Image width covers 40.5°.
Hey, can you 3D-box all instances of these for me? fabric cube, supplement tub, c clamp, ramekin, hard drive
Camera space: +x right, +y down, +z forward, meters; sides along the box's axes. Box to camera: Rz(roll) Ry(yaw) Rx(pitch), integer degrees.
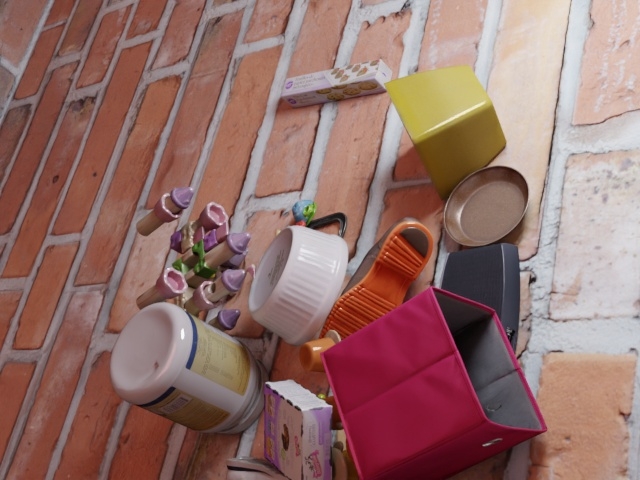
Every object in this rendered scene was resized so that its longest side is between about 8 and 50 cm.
[{"bbox_3d":[0.200,0.271,1.549,0.258,0.254,0.259,-34,59,24],"label":"fabric cube"},{"bbox_3d":[-0.285,0.296,1.936,0.228,0.316,0.228,-21,52,29],"label":"supplement tub"},{"bbox_3d":[0.000,0.000,2.105,0.160,0.022,0.137,-23,46,30],"label":"c clamp"},{"bbox_3d":[-0.060,0.090,1.942,0.273,0.127,0.273,-54,20,30],"label":"ramekin"},{"bbox_3d":[0.310,0.127,1.733,0.171,0.054,0.255,-11,57,35],"label":"hard drive"}]

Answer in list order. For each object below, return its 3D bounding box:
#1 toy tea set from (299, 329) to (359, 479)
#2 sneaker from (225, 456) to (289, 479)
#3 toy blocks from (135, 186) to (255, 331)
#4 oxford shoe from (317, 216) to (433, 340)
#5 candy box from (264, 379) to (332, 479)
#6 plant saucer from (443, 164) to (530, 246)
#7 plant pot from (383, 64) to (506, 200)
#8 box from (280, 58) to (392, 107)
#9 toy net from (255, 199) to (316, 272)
[{"bbox_3d":[0.071,0.331,1.758,0.200,0.124,0.336,-42,56,50],"label":"toy tea set"},{"bbox_3d":[-0.104,0.517,1.827,0.235,0.090,0.095,-1,82,40],"label":"sneaker"},{"bbox_3d":[-0.243,0.037,2.054,0.260,0.309,0.289,-34,48,29],"label":"toy blocks"},{"bbox_3d":[0.118,0.109,1.889,0.364,0.130,0.133,-53,10,10],"label":"oxford shoe"},{"bbox_3d":[-0.048,0.390,1.765,0.196,0.070,0.165,-164,73,-63],"label":"candy box"},{"bbox_3d":[0.354,-0.066,1.829,0.198,0.036,0.199,-22,49,27],"label":"plant saucer"},{"bbox_3d":[0.285,-0.257,1.907,0.187,0.212,0.212,-26,48,8],"label":"plant pot"},{"bbox_3d":[0.039,-0.413,2.301,0.323,0.067,0.063,-3,62,38],"label":"box"},{"bbox_3d":[-0.078,0.003,2.136,0.232,0.045,0.122,-59,28,3],"label":"toy net"}]
